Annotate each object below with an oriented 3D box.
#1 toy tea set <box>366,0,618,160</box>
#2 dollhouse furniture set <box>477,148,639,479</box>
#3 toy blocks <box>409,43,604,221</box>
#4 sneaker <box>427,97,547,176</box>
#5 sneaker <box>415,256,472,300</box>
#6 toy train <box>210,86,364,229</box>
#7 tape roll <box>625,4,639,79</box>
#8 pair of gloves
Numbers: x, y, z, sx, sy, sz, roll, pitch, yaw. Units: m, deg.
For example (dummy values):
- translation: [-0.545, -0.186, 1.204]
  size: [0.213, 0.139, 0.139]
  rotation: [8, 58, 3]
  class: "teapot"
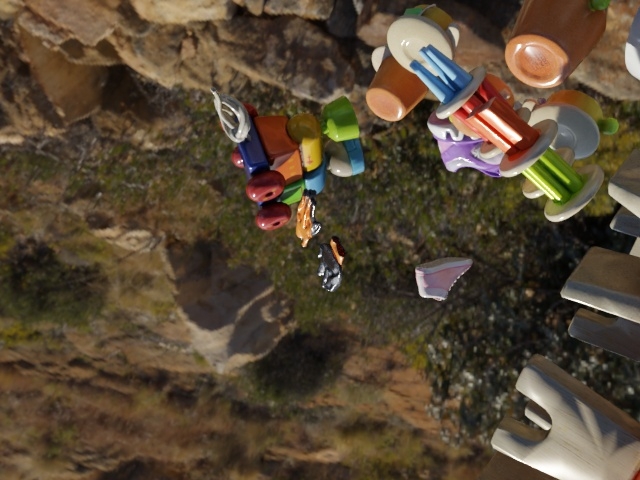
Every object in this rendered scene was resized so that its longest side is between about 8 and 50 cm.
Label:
- translation: [0.201, -0.223, 0.936]
  size: [0.336, 0.124, 0.200]
  rotation: [16, 147, 32]
  class: "toy tea set"
- translation: [0.212, 0.064, 0.435]
  size: [0.135, 0.259, 0.262]
  rotation: [28, 129, 23]
  class: "dollhouse furniture set"
- translation: [0.132, -0.089, 0.579]
  size: [0.148, 0.123, 0.054]
  rotation: [40, 103, -11]
  class: "toy blocks"
- translation: [0.279, -0.145, 1.126]
  size: [0.236, 0.095, 0.104]
  rotation: [1, 122, 18]
  class: "sneaker"
- translation: [0.231, 0.072, 1.434]
  size: [0.051, 0.134, 0.070]
  rotation: [6, 105, 52]
  class: "sneaker"
- translation: [-0.024, -0.112, 0.798]
  size: [0.143, 0.105, 0.248]
  rotation: [-21, 161, -5]
  class: "toy train"
- translation: [0.496, -0.250, 0.867]
  size: [0.169, 0.246, 0.246]
  rotation: [47, 149, 31]
  class: "tape roll"
- translation: [0.000, 0.000, 0.654]
  size: [0.010, 0.083, 0.074]
  rotation: [-18, 153, -19]
  class: "pair of gloves"
